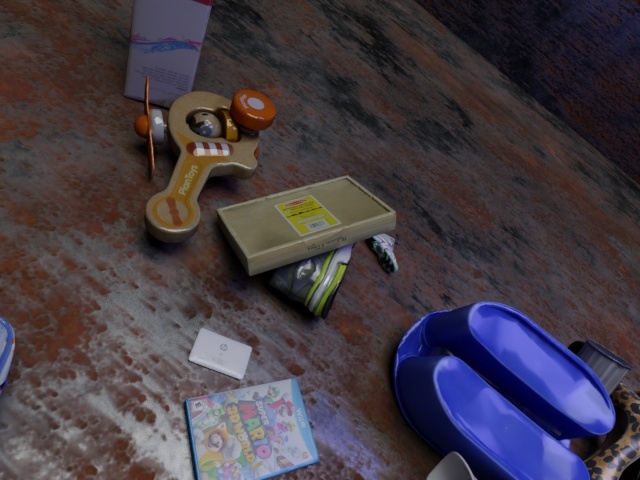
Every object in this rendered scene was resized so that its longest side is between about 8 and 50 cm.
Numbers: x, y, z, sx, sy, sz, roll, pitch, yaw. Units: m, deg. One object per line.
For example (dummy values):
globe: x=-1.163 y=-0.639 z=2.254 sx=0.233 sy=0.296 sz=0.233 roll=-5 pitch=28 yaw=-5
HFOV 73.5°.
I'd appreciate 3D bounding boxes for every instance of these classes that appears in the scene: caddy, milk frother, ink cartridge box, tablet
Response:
caddy: x=0.285 y=0.260 z=0.707 sx=0.341 sy=0.179 sz=0.241 roll=40 pitch=66 yaw=5
milk frother: x=0.463 y=0.242 z=0.801 sx=0.143 sy=0.135 sz=0.129 roll=23 pitch=14 yaw=-20
ink cartridge box: x=-0.285 y=-0.444 z=0.820 sx=0.131 sy=0.306 sz=0.226 roll=10 pitch=50 yaw=-25
tablet: x=-0.145 y=0.165 z=0.625 sx=0.083 sy=0.006 sz=0.054 roll=26 pitch=45 yaw=-14

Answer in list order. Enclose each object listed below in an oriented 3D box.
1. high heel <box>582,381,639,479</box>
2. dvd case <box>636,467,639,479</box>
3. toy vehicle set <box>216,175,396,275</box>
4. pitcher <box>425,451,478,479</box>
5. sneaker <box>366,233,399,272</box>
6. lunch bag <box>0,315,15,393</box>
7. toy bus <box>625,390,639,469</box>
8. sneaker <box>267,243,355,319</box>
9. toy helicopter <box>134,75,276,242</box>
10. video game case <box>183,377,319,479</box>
high heel: x=0.525 y=0.367 z=0.813 sx=0.186 sy=0.093 sz=0.261 roll=4 pitch=44 yaw=9
dvd case: x=0.671 y=0.490 z=0.801 sx=0.180 sy=0.022 sz=0.253 roll=37 pitch=68 yaw=0
toy vehicle set: x=-0.027 y=-0.037 z=0.739 sx=0.266 sy=0.035 sz=0.166 roll=-17 pitch=37 yaw=-20
pitcher: x=0.239 y=0.391 z=0.527 sx=0.207 sy=0.126 sz=0.178 roll=33 pitch=24 yaw=-1
sneaker: x=0.149 y=0.020 z=0.911 sx=0.069 sy=0.038 sz=0.098 roll=-15 pitch=64 yaw=-39
lunch bag: x=-0.392 y=0.159 z=0.323 sx=0.243 sy=0.115 sz=0.303 roll=30 pitch=21 yaw=-31
toy bus: x=0.666 y=0.371 z=0.908 sx=0.202 sy=0.104 sz=0.191 roll=13 pitch=49 yaw=-25
sneaker: x=0.000 y=0.000 z=0.787 sx=0.121 sy=0.111 sz=0.300 roll=23 pitch=39 yaw=-1
toy helicopter: x=-0.228 y=-0.148 z=0.741 sx=0.234 sy=0.140 sz=0.355 roll=21 pitch=49 yaw=-15
video game case: x=-0.090 y=0.258 z=0.577 sx=0.166 sy=0.015 sz=0.119 roll=0 pitch=55 yaw=-33
